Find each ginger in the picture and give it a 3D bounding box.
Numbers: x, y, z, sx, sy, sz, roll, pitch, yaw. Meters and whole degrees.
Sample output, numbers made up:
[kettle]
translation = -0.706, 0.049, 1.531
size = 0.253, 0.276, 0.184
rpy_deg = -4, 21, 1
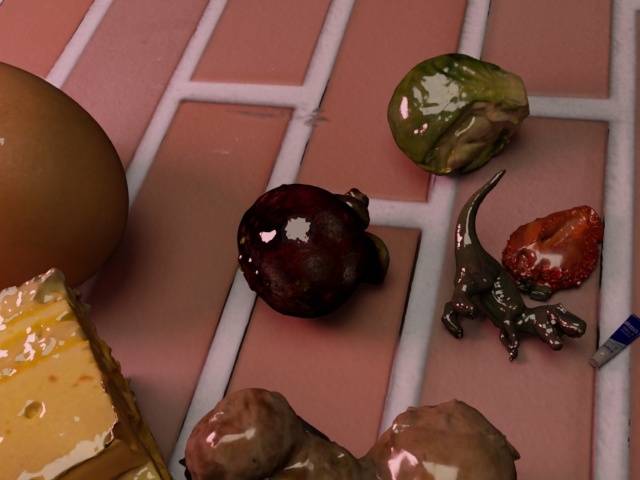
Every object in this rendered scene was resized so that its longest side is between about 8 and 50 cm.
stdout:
[ginger]
translation = 0.022, 0.250, 0.732
size = 0.304, 0.155, 0.245
rpy_deg = 11, 89, -9

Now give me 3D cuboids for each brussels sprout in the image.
[brussels sprout]
translation = 0.176, -0.177, 1.080
size = 0.183, 0.131, 0.145
rpy_deg = -30, 58, -7

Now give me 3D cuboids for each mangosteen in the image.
[mangosteen]
translation = -0.006, 0.008, 0.959
size = 0.184, 0.172, 0.172
rpy_deg = -4, 49, -18

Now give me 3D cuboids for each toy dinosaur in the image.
[toy dinosaur]
translation = 0.223, 0.041, 0.936
size = 0.187, 0.087, 0.179
rpy_deg = 35, 67, 10

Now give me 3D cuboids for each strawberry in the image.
[strawberry]
translation = 0.280, 0.006, 0.974
size = 0.104, 0.048, 0.152
rpy_deg = 36, 70, 28

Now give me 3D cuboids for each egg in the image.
[egg]
translation = -0.415, -0.068, 1.000
size = 0.373, 0.301, 0.301
rpy_deg = 24, 61, 21

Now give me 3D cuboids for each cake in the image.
[cake]
translation = -0.274, 0.222, 0.800
size = 0.227, 0.222, 0.286
rpy_deg = -28, 54, -10

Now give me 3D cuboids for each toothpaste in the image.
[toothpaste]
translation = 0.330, 0.111, 0.905
size = 0.083, 0.015, 0.024
rpy_deg = -34, 62, -21

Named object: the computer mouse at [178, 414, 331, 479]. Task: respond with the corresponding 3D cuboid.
[computer mouse]
translation = -0.061, 0.235, 0.854
size = 0.172, 0.057, 0.099
rpy_deg = -1, 69, 13
